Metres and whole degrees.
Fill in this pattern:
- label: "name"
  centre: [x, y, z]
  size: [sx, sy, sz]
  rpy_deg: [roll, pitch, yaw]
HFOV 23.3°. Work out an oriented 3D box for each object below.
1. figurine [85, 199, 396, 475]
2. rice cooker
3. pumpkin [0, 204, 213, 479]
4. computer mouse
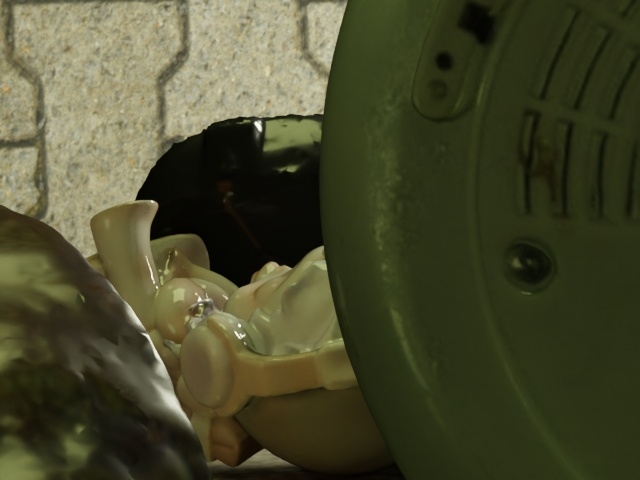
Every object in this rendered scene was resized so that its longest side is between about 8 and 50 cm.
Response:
- label: "figurine"
  centre: [-0.014, 0.046, 0.784]
  size: [0.237, 0.141, 0.162]
  rpy_deg: [0, 9, 40]
- label: "rice cooker"
  centre: [0.156, -0.022, 0.432]
  size: [0.288, 0.288, 0.277]
  rpy_deg: [-1, 6, 20]
- label: "pumpkin"
  centre: [-0.171, 0.060, 0.429]
  size: [0.169, 0.148, 0.312]
  rpy_deg: [2, -6, -42]
- label: "computer mouse"
  centre: [0.001, 0.005, 1.006]
  size: [0.183, 0.116, 0.323]
  rpy_deg: [-16, -15, 17]
